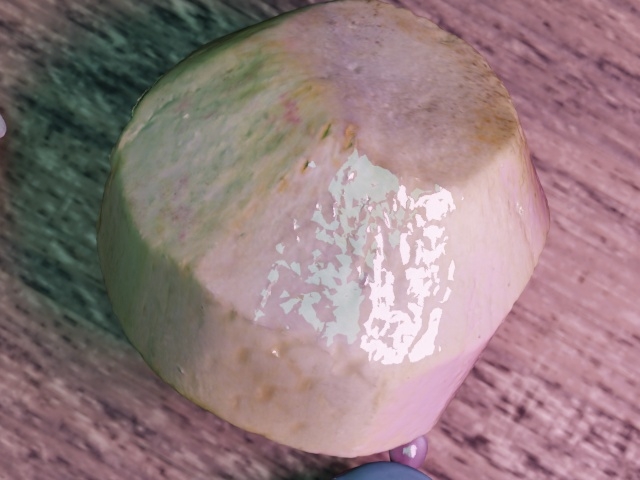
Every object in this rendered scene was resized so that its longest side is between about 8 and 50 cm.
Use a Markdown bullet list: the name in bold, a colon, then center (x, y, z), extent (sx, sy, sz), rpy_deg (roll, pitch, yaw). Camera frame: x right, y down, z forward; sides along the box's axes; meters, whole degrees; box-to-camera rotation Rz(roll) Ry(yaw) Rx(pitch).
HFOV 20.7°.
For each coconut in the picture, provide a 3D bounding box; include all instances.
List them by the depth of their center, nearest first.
- **coconut**: center (0.000, 0.000, 1.010), extent (0.259, 0.259, 0.259), rpy_deg (0, 83, -1)

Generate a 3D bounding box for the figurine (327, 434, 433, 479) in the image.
- **figurine**: center (0.084, 0.238, 1.037), extent (0.205, 0.103, 0.260), rpy_deg (-24, 94, -2)

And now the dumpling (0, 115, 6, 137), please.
- **dumpling**: center (-0.287, -0.055, 1.067), extent (0.181, 0.111, 0.155), rpy_deg (18, 54, -4)
